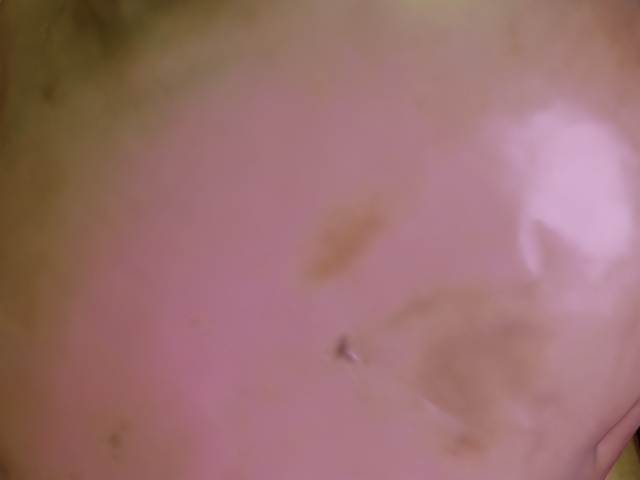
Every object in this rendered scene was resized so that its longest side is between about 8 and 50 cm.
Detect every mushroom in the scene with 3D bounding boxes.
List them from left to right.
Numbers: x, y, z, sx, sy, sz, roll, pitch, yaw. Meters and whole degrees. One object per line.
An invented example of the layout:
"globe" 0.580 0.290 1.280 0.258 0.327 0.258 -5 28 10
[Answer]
"mushroom" 0.016 0.004 0.680 0.325 0.353 0.353 5 35 17

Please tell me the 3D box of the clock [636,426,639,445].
"clock" 0.368 0.133 0.918 0.386 0.076 0.386 15 41 -13
